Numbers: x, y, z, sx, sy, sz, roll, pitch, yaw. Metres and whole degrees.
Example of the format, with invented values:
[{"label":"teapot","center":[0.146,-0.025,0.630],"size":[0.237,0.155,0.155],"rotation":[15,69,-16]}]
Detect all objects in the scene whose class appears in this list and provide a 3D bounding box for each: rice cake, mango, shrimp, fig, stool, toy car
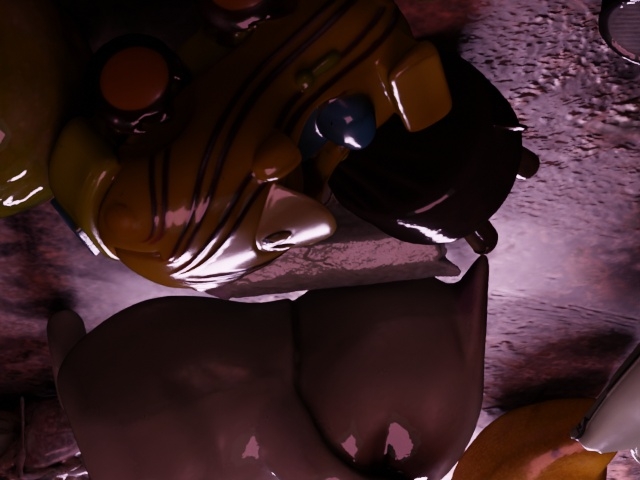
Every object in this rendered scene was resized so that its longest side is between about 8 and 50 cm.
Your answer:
[{"label":"rice cake","center":[-0.001,0.000,1.402],"size":[0.206,0.063,0.069],"rotation":[-8,145,4]},{"label":"mango","center":[0.209,0.231,1.802],"size":[0.157,0.109,0.262],"rotation":[10,132,-16]},{"label":"shrimp","center":[-0.312,0.201,1.669],"size":[0.343,0.116,0.145],"rotation":[-8,151,-7]},{"label":"fig","center":[-0.214,-0.078,1.137],"size":[0.167,0.167,0.233],"rotation":[-11,142,12]},{"label":"stool","center":[0.050,-0.055,1.257],"size":[0.217,0.125,0.121],"rotation":[-6,158,25]},{"label":"toy car","center":[-0.035,-0.062,1.117],"size":[0.248,0.142,0.200],"rotation":[-43,159,-3]}]

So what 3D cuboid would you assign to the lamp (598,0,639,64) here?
[{"label":"lamp","center":[0.298,-0.086,1.315],"size":[0.130,0.108,0.371],"rotation":[-13,137,42]}]

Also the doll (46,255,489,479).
[{"label":"doll","center":[-0.043,0.135,1.472],"size":[0.370,0.226,0.215],"rotation":[-5,148,2]}]

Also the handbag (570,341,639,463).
[{"label":"handbag","center":[0.360,0.141,1.614],"size":[0.241,0.109,0.315],"rotation":[4,140,-15]}]
